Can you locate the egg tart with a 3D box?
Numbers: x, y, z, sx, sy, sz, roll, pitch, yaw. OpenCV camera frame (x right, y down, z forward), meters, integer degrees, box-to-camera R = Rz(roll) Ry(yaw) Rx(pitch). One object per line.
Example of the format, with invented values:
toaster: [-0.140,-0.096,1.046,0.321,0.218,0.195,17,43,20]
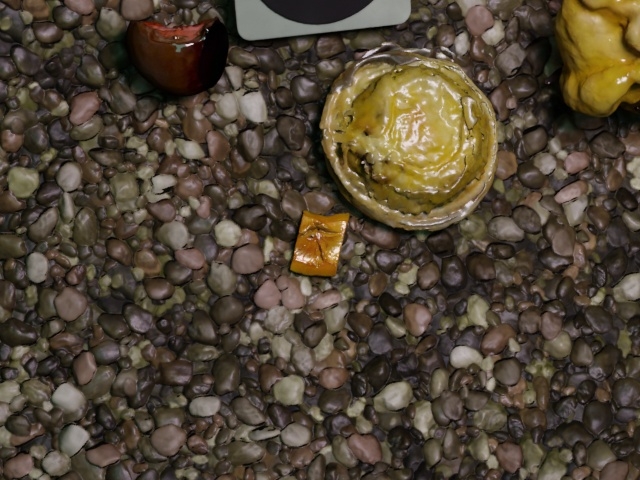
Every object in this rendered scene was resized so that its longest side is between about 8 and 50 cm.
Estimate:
egg tart: [0.138,-0.158,1.836,0.291,0.107,0.290,1,84,-9]

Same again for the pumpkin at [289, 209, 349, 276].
pumpkin: [0.001,0.002,1.835,0.073,0.035,0.101,11,80,-10]

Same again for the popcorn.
popcorn: [0.471,-0.329,1.807,0.297,0.281,0.315,-27,123,-46]

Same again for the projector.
projector: [-0.006,-0.428,1.816,0.257,0.079,0.259,-7,114,-7]

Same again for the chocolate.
chocolate: [-0.207,-0.271,1.793,0.133,0.124,0.127,19,82,26]
